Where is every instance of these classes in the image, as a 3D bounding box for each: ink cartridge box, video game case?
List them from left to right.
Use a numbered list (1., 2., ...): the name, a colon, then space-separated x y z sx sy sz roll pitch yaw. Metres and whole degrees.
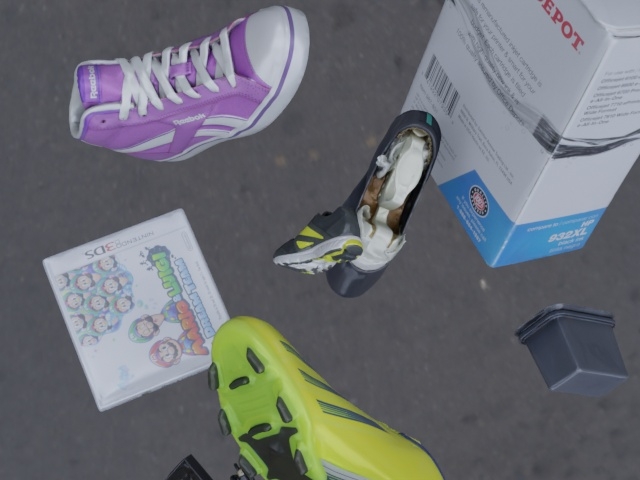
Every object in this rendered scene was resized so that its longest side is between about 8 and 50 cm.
1. video game case: -0.167 0.063 1.147 0.143 0.157 0.019 -21 163 -12
2. ink cartridge box: 0.216 -0.161 1.203 0.129 0.223 0.307 -9 143 -25

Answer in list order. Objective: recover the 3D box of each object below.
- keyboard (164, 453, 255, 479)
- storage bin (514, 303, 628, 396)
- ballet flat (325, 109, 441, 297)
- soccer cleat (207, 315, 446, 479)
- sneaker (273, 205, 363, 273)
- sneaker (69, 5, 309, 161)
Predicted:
1. keyboard: -0.093 0.428 1.711 0.317 0.033 0.201 48 130 9
2. storage bin: 0.321 0.148 1.553 0.135 0.091 0.098 13 138 -39
3. ballet flat: 0.061 -0.032 1.191 0.074 0.074 0.203 22 99 -23
4. soccer cleat: 0.021 0.171 0.975 0.289 0.121 0.093 52 135 -2
5. sneaker: 0.000 0.000 0.823 0.031 0.035 0.083 20 157 -38
6. sneaker: -0.143 -0.149 1.182 0.161 0.102 0.282 8 154 -41
